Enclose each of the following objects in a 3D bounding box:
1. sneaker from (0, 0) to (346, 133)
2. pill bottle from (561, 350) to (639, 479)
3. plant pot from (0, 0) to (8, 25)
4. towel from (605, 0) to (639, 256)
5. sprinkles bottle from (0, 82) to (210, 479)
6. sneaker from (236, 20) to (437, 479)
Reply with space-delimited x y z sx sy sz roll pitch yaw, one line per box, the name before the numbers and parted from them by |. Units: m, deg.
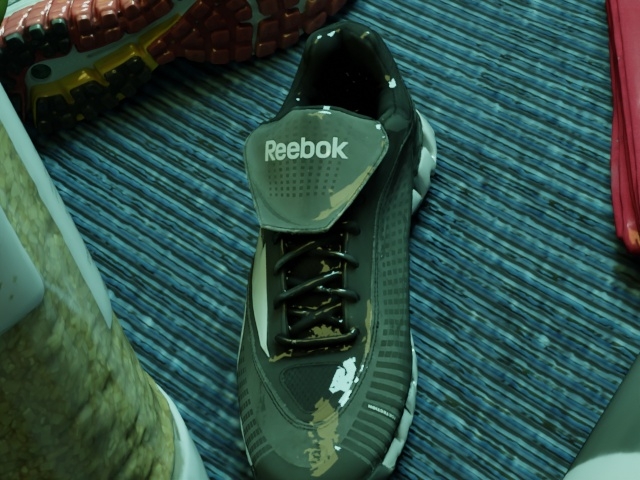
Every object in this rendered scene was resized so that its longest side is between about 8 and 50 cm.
sneaker | -0.081 -0.140 0.821 0.225 0.088 0.093 -19 47 0
pill bottle | 0.171 0.078 0.510 0.161 0.161 0.283 20 58 30
plant pot | -0.271 -0.069 0.660 0.274 0.275 0.293 12 37 25
towel | 0.264 -0.078 0.706 0.274 0.031 0.199 -5 47 10
sprinkles bottle | -0.138 0.013 0.526 0.121 0.355 0.121 -8 49 10
sneaker | 0.000 0.000 0.664 0.078 0.106 0.234 -2 50 16
